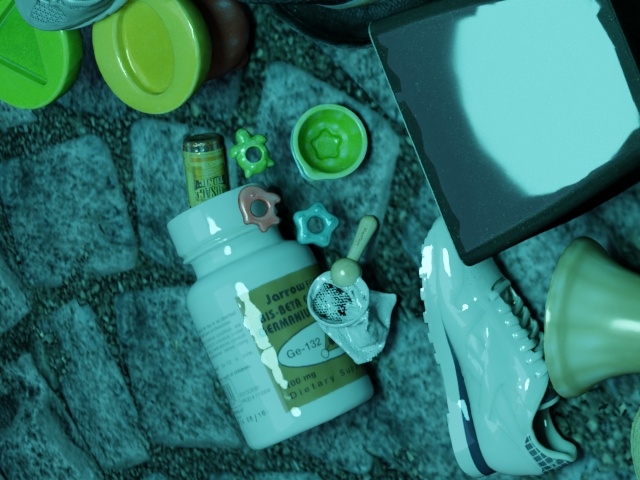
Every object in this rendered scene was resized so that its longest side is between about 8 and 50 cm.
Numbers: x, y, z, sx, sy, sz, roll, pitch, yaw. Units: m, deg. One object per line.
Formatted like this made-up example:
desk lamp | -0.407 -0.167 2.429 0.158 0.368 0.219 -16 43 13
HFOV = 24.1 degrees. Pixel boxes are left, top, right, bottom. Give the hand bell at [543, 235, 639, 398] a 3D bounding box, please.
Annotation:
hand bell | 0.298 0.070 1.091 0.242 0.126 0.126 6 110 32

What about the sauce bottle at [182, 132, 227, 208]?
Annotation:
sauce bottle | -0.111 -0.041 1.490 0.042 0.042 0.128 9 114 43

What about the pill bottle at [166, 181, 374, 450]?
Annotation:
pill bottle | -0.052 0.068 1.405 0.131 0.131 0.229 -29 84 47

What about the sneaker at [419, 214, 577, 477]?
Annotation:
sneaker | 0.150 0.084 1.256 0.095 0.090 0.235 -8 103 34

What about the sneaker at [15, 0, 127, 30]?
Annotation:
sneaker | -0.204 -0.249 1.235 0.281 0.115 0.105 -31 88 54

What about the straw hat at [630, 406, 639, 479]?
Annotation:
straw hat | 0.284 0.188 1.164 0.144 0.061 0.144 19 119 40

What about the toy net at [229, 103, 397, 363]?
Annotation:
toy net | 0.000 0.000 1.337 0.045 0.122 0.232 154 101 -78

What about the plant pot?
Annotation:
plant pot | 0.178 -0.110 1.083 0.167 0.188 0.187 -22 89 34

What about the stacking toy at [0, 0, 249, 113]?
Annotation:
stacking toy | -0.210 -0.270 1.404 0.279 0.130 0.309 -7 103 36

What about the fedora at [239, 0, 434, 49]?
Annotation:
fedora | -0.026 -0.311 1.217 0.334 0.152 0.334 19 118 40
